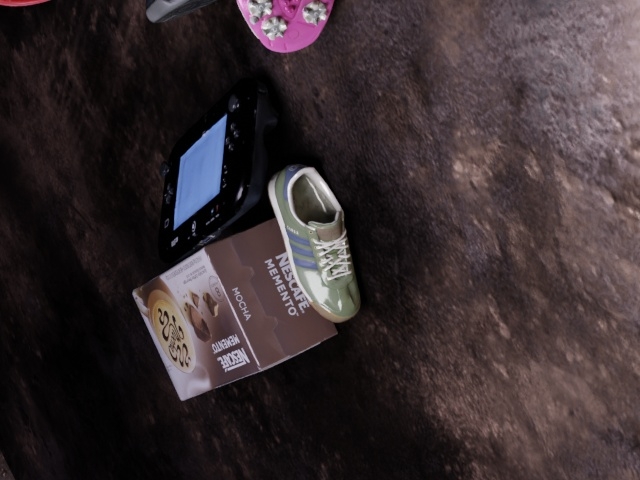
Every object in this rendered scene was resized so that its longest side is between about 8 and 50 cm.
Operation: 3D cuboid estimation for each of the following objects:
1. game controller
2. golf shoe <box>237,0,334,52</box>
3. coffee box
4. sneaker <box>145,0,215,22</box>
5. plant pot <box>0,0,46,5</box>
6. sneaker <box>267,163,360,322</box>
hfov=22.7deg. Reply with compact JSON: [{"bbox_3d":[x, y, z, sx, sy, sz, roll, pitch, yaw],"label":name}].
[{"bbox_3d":[-0.135,-0.078,1.938,0.319,0.067,0.166,-34,40,63],"label":"game controller"},{"bbox_3d":[-0.054,-0.344,1.621,0.140,0.115,0.306,-114,13,-57],"label":"golf shoe"},{"bbox_3d":[-0.117,0.092,2.045,0.168,0.119,0.297,66,153,1],"label":"coffee box"},{"bbox_3d":[-0.150,-0.336,1.795,0.130,0.087,0.227,63,150,8],"label":"sneaker"},{"bbox_3d":[-0.373,-0.415,2.008,0.174,0.191,0.191,62,153,17],"label":"plant pot"},{"bbox_3d":[0.000,0.000,1.822,0.192,0.064,0.086,67,158,3],"label":"sneaker"}]
